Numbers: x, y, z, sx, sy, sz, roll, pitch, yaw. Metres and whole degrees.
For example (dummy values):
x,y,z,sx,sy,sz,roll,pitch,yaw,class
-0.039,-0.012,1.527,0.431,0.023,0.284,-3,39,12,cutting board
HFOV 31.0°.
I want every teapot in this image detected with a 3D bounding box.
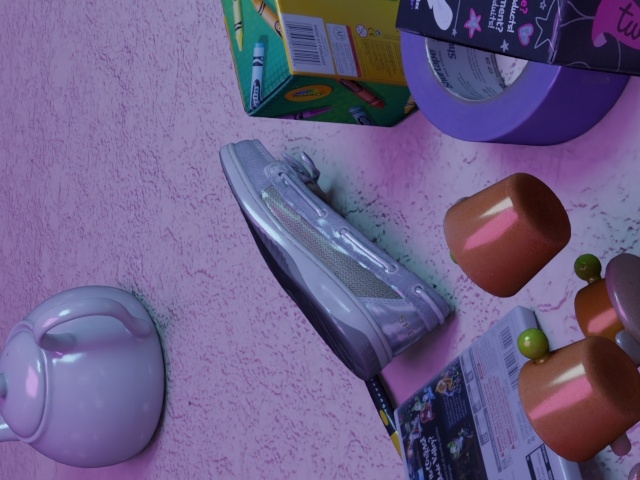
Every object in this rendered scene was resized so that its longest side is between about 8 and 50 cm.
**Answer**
x,y,z,sx,sy,sz,roll,pitch,yaw,class
-0.326,0.173,1.464,0.253,0.187,0.256,17,103,52,teapot

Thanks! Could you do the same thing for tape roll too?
x,y,z,sx,sy,sz,roll,pitch,yaw,class
0.153,-0.170,0.912,0.189,0.080,0.188,2,92,52,tape roll

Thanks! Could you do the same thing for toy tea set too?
x,y,z,sx,sy,sz,roll,pitch,yaw,class
0.180,0.116,0.780,0.124,0.200,0.336,-39,60,37,toy tea set

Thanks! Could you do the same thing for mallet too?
x,y,z,sx,sy,sz,roll,pitch,yaw,class
0.068,0.191,1.067,0.062,0.039,0.189,-58,43,28,mallet

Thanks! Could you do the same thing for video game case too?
x,y,z,sx,sy,sz,roll,pitch,yaw,class
0.131,0.175,0.933,0.173,0.022,0.190,-47,37,35,video game case

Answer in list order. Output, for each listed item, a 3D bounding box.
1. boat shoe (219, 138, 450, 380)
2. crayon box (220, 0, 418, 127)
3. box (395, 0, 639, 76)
x,y,z,sx,sy,sz,roll,pitch,yaw,class
0.000,-0.001,1.110,0.320,0.103,0.118,50,167,45,boat shoe
-0.008,-0.248,1.054,0.081,0.165,0.278,-33,64,48,crayon box
0.194,-0.184,0.716,0.142,0.247,0.163,26,111,51,box
